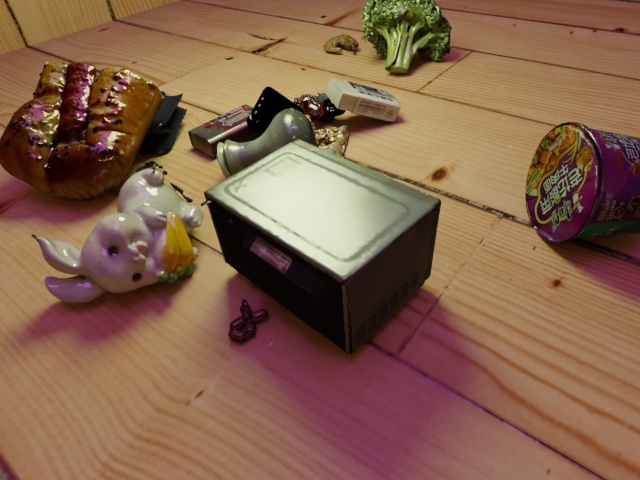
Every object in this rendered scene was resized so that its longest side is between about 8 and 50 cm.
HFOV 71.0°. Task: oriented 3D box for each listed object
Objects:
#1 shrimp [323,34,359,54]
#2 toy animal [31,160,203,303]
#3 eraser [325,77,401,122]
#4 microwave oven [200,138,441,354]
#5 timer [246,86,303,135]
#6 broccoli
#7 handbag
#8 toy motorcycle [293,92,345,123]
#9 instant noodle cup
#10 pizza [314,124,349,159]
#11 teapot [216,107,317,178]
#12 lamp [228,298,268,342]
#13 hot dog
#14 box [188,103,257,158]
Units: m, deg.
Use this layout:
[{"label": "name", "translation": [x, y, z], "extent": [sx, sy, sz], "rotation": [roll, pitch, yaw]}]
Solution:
[{"label": "shrimp", "translation": [0.090, -0.835, 1.932], "extent": [0.132, 0.052, 0.187], "rotation": [-42, 46, -12]}, {"label": "toy animal", "translation": [-0.396, -0.006, 0.932], "extent": [0.247, 0.183, 0.310], "rotation": [5, 47, 18]}, {"label": "eraser", "translation": [0.132, -0.438, 1.396], "extent": [0.210, 0.068, 0.124], "rotation": [4, 39, -27]}, {"label": "microwave oven", "translation": [0.000, 0.000, 0.854], "extent": [0.355, 0.218, 0.286], "rotation": [30, 53, 32]}, {"label": "timer", "translation": [-0.138, -0.370, 1.360], "extent": [0.144, 0.055, 0.187], "rotation": [31, 50, -17]}, {"label": "broccoli", "translation": [0.319, -0.791, 1.741], "extent": [0.375, 0.302, 0.249], "rotation": [15, 14, -19]}, {"label": "handbag", "translation": [-0.600, -0.379, 1.414], "extent": [0.325, 0.118, 0.269], "rotation": [3, 49, 6]}, {"label": "toy motorcycle", "translation": [-0.017, -0.430, 1.450], "extent": [0.122, 0.082, 0.213], "rotation": [-17, 33, -29]}, {"label": "instant noodle cup", "translation": [0.582, -0.114, 0.930], "extent": [0.190, 0.251, 0.251], "rotation": [2, 41, -6]}, {"label": "pizza", "translation": [0.028, -0.294, 1.311], "extent": [0.185, 0.052, 0.195], "rotation": [25, 49, 25]}, {"label": "teapot", "translation": [-0.137, -0.236, 1.184], "extent": [0.250, 0.183, 0.183], "rotation": [-13, 40, 9]}, {"label": "lamp", "translation": [-0.141, 0.152, 0.835], "extent": [0.063, 0.031, 0.083], "rotation": [15, 49, 22]}, {"label": "hot dog", "translation": [-0.646, -0.291, 1.189], "extent": [0.367, 0.196, 0.365], "rotation": [11, 74, 13]}, {"label": "box", "translation": [-0.279, -0.338, 1.374], "extent": [0.120, 0.069, 0.224], "rotation": [30, 52, 32]}]
